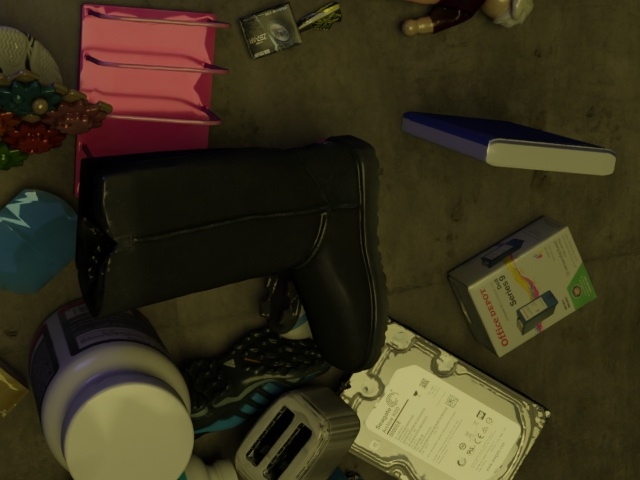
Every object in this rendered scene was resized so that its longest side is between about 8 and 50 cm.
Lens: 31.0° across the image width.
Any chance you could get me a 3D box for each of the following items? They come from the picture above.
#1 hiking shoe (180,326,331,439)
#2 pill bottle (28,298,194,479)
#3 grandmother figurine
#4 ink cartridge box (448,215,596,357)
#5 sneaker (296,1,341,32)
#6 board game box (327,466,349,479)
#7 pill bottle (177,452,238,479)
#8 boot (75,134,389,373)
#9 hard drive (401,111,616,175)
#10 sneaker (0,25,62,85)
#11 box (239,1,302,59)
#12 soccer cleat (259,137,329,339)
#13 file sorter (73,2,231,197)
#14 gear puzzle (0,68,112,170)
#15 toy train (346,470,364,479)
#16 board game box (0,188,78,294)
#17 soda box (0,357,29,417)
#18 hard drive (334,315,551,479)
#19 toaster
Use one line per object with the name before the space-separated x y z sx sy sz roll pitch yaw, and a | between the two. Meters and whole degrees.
hiking shoe | -0.117 0.230 1.888 0.304 0.113 0.132 -16 144 -25
pill bottle | -0.305 0.226 1.668 0.210 0.363 0.210 -4 105 -17
grandmother figurine | 0.194 -0.420 1.828 0.342 0.104 0.208 13 126 -24
ink cartridge box | 0.349 0.079 1.999 0.212 0.093 0.154 -29 111 -8
sneaker | -0.001 -0.342 1.811 0.083 0.031 0.035 -30 115 -7
board game box | -0.064 0.583 1.986 0.302 0.086 0.308 -18 108 -13
pill bottle | -0.262 0.427 1.849 0.264 0.146 0.146 -14 107 -16
boot | -0.118 0.047 1.614 0.445 0.146 0.367 -11 100 -39
hard drive | 0.283 -0.155 1.796 0.210 0.318 0.040 3 102 -19
sneaker | -0.537 -0.254 1.597 0.366 0.210 0.137 19 86 -57
box | -0.077 -0.324 1.784 0.083 0.018 0.067 -17 109 4
soccer cleat | 0.000 0.000 1.866 0.143 0.116 0.331 10 99 -42
file sorter | -0.244 -0.189 1.685 0.202 0.182 0.291 1 103 -18
gear puzzle | -0.459 -0.134 1.583 0.175 0.339 0.044 21 56 -51
toy train | 0.074 0.476 2.038 0.036 0.027 0.158 -19 109 -17
board game box | -0.443 0.000 1.747 0.168 0.033 0.133 -43 117 1
soda box | -0.528 0.186 1.745 0.058 0.061 0.181 -47 113 -4
hard drive | 0.192 0.307 1.971 0.339 0.064 0.237 31 91 -6
toaster | -0.035 0.324 1.863 0.129 0.146 0.227 43 103 20
